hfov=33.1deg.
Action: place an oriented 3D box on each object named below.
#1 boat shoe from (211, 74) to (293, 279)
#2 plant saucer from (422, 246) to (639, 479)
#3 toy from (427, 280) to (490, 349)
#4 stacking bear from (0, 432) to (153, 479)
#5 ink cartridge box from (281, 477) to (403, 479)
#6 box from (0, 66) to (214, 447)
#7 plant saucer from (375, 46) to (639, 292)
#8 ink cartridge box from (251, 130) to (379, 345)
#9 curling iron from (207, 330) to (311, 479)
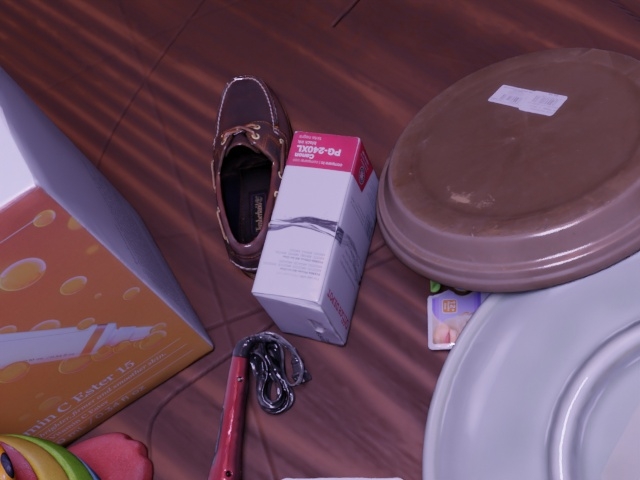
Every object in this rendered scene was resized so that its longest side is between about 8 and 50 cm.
[{"bbox_3d":[-0.062,-0.070,0.982,0.073,0.073,0.207,-14,63,10],"label":"boat shoe"},{"bbox_3d":[0.267,0.161,0.749,0.400,0.100,0.401,-3,74,10],"label":"plant saucer"},{"bbox_3d":[0.204,0.016,0.884,0.237,0.056,0.137,-4,68,13],"label":"toy"},{"bbox_3d":[-0.238,0.209,0.783,0.164,0.289,0.175,-22,64,5],"label":"stacking bear"},{"bbox_3d":[0.006,0.274,0.816,0.115,0.067,0.198,-4,66,14],"label":"ink cartridge box"},{"bbox_3d":[-0.258,0.028,0.837,0.215,0.345,0.168,-33,63,-1],"label":"box"},{"bbox_3d":[0.171,-0.072,0.879,0.277,0.041,0.278,-17,39,14],"label":"plant saucer"},{"bbox_3d":[0.000,0.000,0.913,0.063,0.109,0.151,9,70,17],"label":"ink cartridge box"},{"bbox_3d":[-0.067,0.203,0.884,0.068,0.035,0.274,8,69,18],"label":"curling iron"}]
